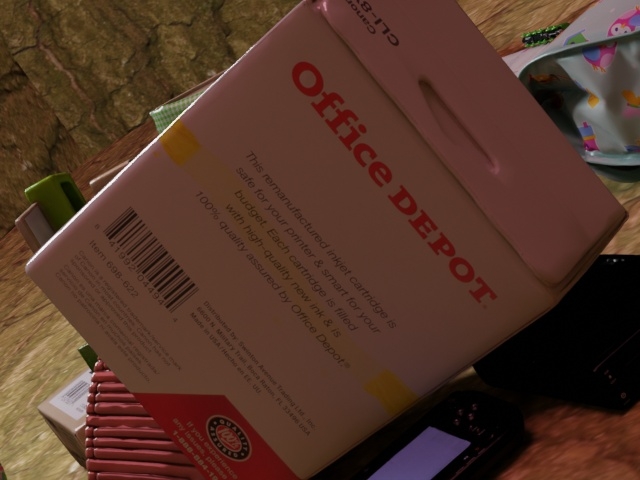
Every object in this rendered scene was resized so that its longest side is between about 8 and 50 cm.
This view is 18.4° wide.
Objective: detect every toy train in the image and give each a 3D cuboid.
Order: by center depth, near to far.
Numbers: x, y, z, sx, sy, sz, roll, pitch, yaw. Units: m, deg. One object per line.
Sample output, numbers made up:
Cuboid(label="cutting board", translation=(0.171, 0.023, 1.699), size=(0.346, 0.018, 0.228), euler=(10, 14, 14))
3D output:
Cuboid(label="toy train", translation=(0.250, -0.228, 2.190), size=(0.024, 0.017, 0.083), euler=(-27, 9, -22))

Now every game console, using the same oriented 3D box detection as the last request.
Cuboid(label="game console", translation=(0.121, 0.129, 1.409), size=(0.361, 0.044, 0.213), euler=(-39, 12, -16))

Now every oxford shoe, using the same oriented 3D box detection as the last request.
Cuboid(label="oxford shoe", translation=(-0.107, 0.097, 1.786), size=(0.141, 0.146, 0.397), euler=(7, 67, 17))

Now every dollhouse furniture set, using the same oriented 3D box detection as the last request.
Cuboid(label="dollhouse furniture set", translation=(-0.126, -0.031, 1.939), size=(0.302, 0.197, 0.151), euler=(-28, 10, 14))

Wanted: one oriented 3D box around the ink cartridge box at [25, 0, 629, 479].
Cuboid(label="ink cartridge box", translation=(0.000, 0.000, 1.523), size=(0.385, 0.279, 0.160), euler=(-38, 2, 39))

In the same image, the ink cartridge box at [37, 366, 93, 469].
Cuboid(label="ink cartridge box", translation=(-0.174, 0.155, 2.020), size=(0.193, 0.088, 0.235), euler=(-39, 12, -13))

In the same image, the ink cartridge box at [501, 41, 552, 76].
Cuboid(label="ink cartridge box", translation=(0.214, -0.159, 2.214), size=(0.115, 0.067, 0.198), euler=(-41, 14, -29))

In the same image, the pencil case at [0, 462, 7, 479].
Cuboid(label="pencil case", translation=(-0.408, 0.293, 2.060), size=(0.124, 0.124, 0.284), euler=(-33, 13, 11))

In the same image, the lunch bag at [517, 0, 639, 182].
Cuboid(label="lunch bag", translation=(0.312, -0.170, 1.771), size=(0.262, 0.160, 0.223), euler=(-12, 26, 49))
